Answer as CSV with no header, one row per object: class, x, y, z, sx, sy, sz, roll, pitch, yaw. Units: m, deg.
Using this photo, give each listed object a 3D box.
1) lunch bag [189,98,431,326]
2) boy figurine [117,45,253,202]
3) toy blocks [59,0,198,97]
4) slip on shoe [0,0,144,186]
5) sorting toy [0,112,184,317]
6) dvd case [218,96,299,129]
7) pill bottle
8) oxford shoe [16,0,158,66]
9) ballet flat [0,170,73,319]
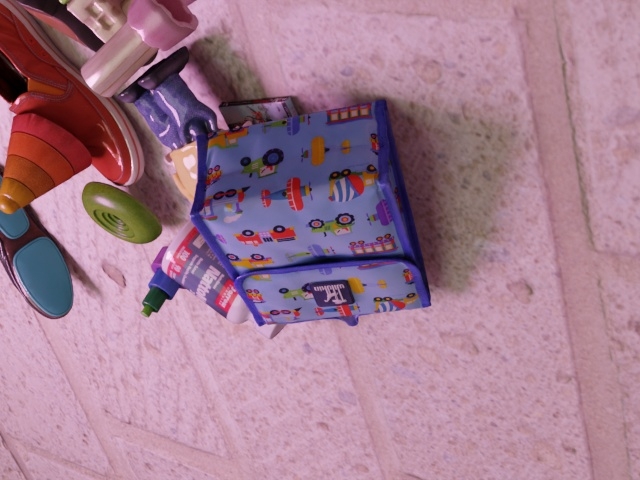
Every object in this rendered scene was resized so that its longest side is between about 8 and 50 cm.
lunch bag,0.000,0.000,1.364,0.221,0.138,0.293,-10,138,11
boy figurine,-0.121,-0.098,1.429,0.285,0.092,0.177,51,144,-12
toy blocks,-0.207,-0.367,1.197,0.260,0.309,0.288,-40,110,22
slip on shoe,-0.374,-0.193,1.585,0.331,0.101,0.123,47,142,-8
sorting toy,-0.319,-0.014,1.618,0.127,0.126,0.365,3,145,45
dvd case,-0.065,-0.134,1.427,0.120,0.013,0.087,1,127,42
pill bottle,-0.116,0.050,1.582,0.180,0.108,0.108,36,144,9
oxford shoe,-0.288,-0.277,1.463,0.212,0.076,0.076,32,173,11
ballet flat,-0.497,0.003,1.919,0.096,0.095,0.280,-9,110,59
